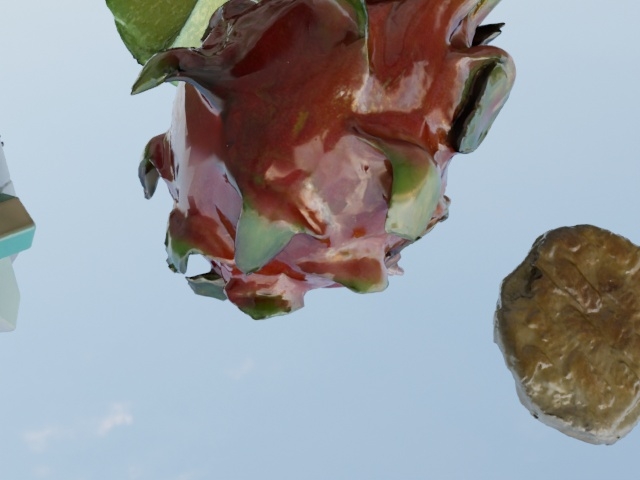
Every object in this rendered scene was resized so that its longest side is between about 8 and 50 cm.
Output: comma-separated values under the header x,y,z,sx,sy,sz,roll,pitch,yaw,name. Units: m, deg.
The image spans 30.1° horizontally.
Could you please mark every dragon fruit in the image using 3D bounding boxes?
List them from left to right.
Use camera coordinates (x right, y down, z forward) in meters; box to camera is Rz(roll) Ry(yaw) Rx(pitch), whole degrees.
x,y,z,sx,sy,sz,roll,pitch,yaw,name
0.017,-0.067,0.504,0.236,0.135,0.137,-43,-175,20,dragon fruit

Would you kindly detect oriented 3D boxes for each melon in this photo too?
x,y,z,sx,sy,sz,roll,pitch,yaw,name
-0.075,-0.237,1.300,0.323,0.196,0.124,6,145,-46,melon

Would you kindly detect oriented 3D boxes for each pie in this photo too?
x,y,z,sx,sy,sz,roll,pitch,yaw,name
0.235,0.075,1.039,0.195,0.195,0.046,-26,174,-26,pie

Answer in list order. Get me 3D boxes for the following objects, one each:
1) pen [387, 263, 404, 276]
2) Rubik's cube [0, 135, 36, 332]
x,y,z,sx,sy,sz,roll,pitch,yaw,name
0.000,0.000,1.138,0.197,0.032,0.053,21,-156,-24,pen
-0.427,0.006,1.322,0.265,0.213,0.224,-8,-163,9,Rubik's cube
